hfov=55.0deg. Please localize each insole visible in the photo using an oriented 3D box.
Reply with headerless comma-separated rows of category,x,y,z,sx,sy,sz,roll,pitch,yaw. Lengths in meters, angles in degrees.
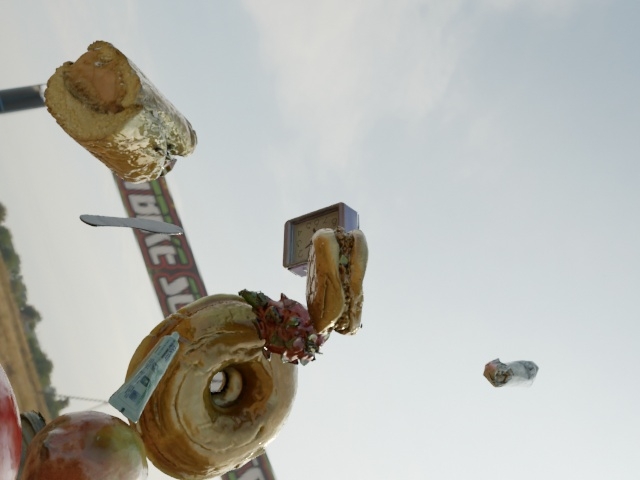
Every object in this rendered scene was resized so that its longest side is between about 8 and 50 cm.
insole,-0.608,-0.052,2.002,0.119,0.349,0.009,35,-69,43

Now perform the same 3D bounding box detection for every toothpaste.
toothpaste,-0.318,0.244,1.150,0.064,0.218,0.041,45,-58,-12

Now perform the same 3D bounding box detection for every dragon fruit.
dragon fruit,-0.090,0.184,1.357,0.236,0.135,0.137,22,-70,13

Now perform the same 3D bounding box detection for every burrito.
burrito,0.403,0.279,1.287,0.064,0.203,0.064,-13,-109,40

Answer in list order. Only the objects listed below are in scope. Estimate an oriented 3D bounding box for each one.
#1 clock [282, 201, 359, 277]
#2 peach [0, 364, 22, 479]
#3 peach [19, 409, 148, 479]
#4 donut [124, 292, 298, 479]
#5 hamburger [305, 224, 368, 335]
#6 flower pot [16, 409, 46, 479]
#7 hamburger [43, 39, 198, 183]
clock,0.000,0.001,1.548,0.194,0.073,0.144,-18,-123,30
peach,-0.509,0.203,0.613,0.388,0.389,0.388,39,-42,47
peach,-0.443,0.423,1.132,0.232,0.232,0.256,50,-5,37
donut,-0.245,0.346,1.460,0.198,0.449,0.448,-1,-75,53
hamburger,0.031,0.075,1.185,0.214,0.108,0.213,-179,-90,-82
flower pot,-0.760,0.555,1.535,0.236,0.141,0.235,11,-74,41
hamburger,-0.328,-0.199,1.062,0.330,0.162,0.209,40,-7,46
